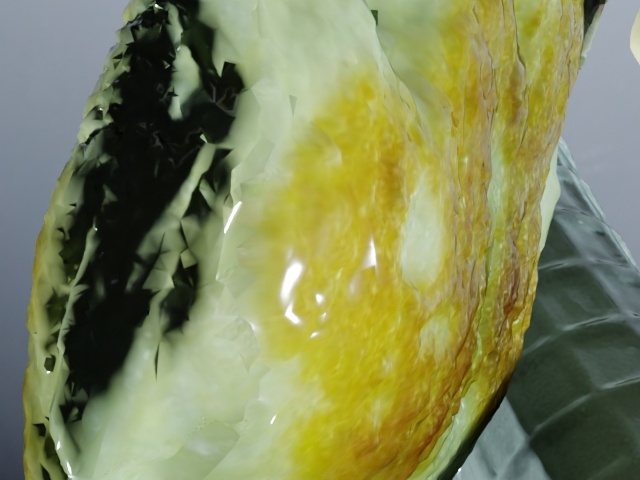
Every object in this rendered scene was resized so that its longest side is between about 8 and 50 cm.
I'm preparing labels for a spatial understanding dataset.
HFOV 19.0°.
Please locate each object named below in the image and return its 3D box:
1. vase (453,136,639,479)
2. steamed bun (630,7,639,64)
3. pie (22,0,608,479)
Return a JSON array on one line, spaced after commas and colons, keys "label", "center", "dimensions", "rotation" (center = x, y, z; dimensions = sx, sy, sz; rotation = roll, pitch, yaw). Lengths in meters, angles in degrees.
[{"label": "vase", "center": [0.088, 0.060, 0.662], "dimensions": [0.143, 0.299, 0.143], "rotation": [-12, 132, -14]}, {"label": "steamed bun", "center": [0.399, -0.183, 1.574], "dimensions": [0.232, 0.166, 0.273], "rotation": [40, 95, 6]}, {"label": "pie", "center": [0.002, -0.008, 0.496], "dimensions": [0.105, 0.274, 0.257], "rotation": [22, 98, 14]}]
